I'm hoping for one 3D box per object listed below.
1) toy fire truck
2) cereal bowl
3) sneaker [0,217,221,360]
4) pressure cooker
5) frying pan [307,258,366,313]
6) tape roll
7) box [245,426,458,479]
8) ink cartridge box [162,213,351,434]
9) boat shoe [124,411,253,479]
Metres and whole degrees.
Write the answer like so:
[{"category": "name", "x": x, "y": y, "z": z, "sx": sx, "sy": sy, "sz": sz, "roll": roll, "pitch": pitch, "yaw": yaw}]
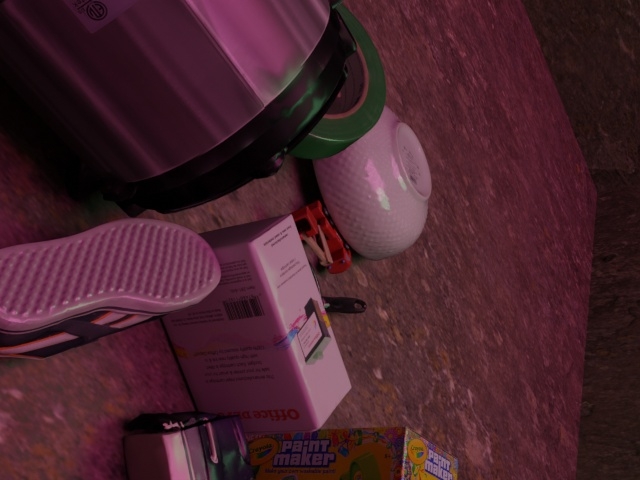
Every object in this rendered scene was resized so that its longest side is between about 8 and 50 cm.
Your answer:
[{"category": "toy fire truck", "x": 0.000, "y": 0.000, "z": 1.410, "sx": 0.192, "sy": 0.047, "sz": 0.135, "roll": 58, "pitch": 16, "yaw": -30}, {"category": "cereal bowl", "x": 0.124, "y": -0.137, "z": 1.556, "sx": 0.339, "sy": 0.141, "sz": 0.338, "roll": 43, "pitch": 37, "yaw": -46}, {"category": "sneaker", "x": -0.270, "y": 0.055, "z": 0.920, "sx": 0.321, "sy": 0.127, "sz": 0.126, "roll": -6, "pitch": 66, "yaw": -48}, {"category": "pressure cooker", "x": -0.180, "y": -0.238, "z": 0.938, "sx": 0.420, "sy": 0.370, "sz": 0.375, "roll": 51, "pitch": 46, "yaw": -32}, {"category": "frying pan", "x": -0.028, "y": 0.087, "z": 1.380, "sx": 0.326, "sy": 0.053, "sz": 0.197, "roll": -30, "pitch": 107, "yaw": -58}, {"category": "tape roll", "x": -0.034, "y": -0.299, "z": 1.351, "sx": 0.321, "sy": 0.077, "sz": 0.321, "roll": 16, "pitch": 61, "yaw": -31}, {"category": "box", "x": 0.026, "y": 0.433, "z": 1.142, "sx": 0.177, "sy": 0.290, "sz": 0.279, "roll": 41, "pitch": 48, "yaw": -44}, {"category": "ink cartridge box", "x": -0.101, "y": 0.124, "z": 1.110, "sx": 0.117, "sy": 0.201, "sz": 0.278, "roll": -38, "pitch": 113, "yaw": -55}, {"category": "boat shoe", "x": -0.148, "y": 0.387, "z": 1.029, "sx": 0.158, "sy": 0.127, "sz": 0.340, "roll": 0, "pitch": 80, "yaw": -50}]
